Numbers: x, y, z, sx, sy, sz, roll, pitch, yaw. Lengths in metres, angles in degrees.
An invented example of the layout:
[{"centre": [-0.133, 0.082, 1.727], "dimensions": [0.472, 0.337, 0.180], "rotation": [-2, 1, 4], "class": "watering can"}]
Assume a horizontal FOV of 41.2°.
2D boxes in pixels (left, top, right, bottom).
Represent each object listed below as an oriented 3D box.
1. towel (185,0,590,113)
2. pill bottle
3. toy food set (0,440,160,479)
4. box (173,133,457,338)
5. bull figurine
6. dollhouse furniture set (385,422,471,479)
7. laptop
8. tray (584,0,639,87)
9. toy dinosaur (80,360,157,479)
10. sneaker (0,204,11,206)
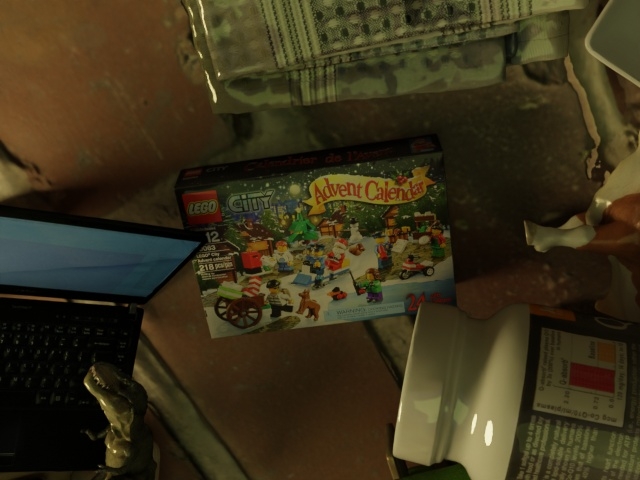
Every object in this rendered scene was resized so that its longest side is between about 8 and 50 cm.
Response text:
[{"centre": [0.034, -0.256, 0.627], "dimensions": [0.312, 0.056, 0.324], "rotation": [-9, 119, 5], "class": "towel"}, {"centre": [0.206, 0.137, 0.681], "dimensions": [0.279, 0.162, 0.162], "rotation": [11, 118, 9], "class": "pill bottle"}, {"centre": [-0.308, 0.326, 0.834], "dimensions": [0.306, 0.092, 0.219], "rotation": [-7, 114, -37], "class": "toy food set"}, {"centre": [0.000, 0.000, 0.770], "dimensions": [0.233, 0.044, 0.159], "rotation": [-8, 118, 4], "class": "box"}, {"centre": [0.285, 0.018, 0.748], "dimensions": [0.189, 0.101, 0.310], "rotation": [-12, 112, 15], "class": "bull figurine"}, {"centre": [0.217, 0.222, 0.810], "dimensions": [0.302, 0.197, 0.151], "rotation": [-17, 108, 9], "class": "dollhouse furniture set"}, {"centre": [-0.246, 0.097, 0.722], "dimensions": [0.234, 0.137, 0.264], "rotation": [8, 96, -31], "class": "laptop"}, {"centre": [0.314, -0.221, 0.621], "dimensions": [0.145, 0.030, 0.270], "rotation": [30, 97, -15], "class": "tray"}, {"centre": [-0.197, 0.235, 0.797], "dimensions": [0.064, 0.118, 0.268], "rotation": [32, 140, 31], "class": "toy dinosaur"}, {"centre": [-0.324, 0.035, 0.787], "dimensions": [0.186, 0.069, 0.084], "rotation": [-23, 133, 12], "class": "sneaker"}]
